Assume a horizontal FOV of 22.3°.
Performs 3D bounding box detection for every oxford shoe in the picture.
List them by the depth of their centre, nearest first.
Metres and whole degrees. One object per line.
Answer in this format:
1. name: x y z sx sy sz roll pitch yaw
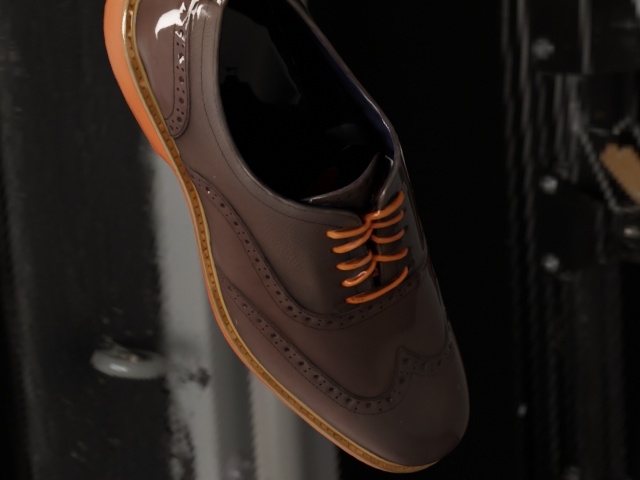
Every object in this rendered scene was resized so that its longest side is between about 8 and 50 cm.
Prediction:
1. oxford shoe: 0.000 0.000 0.691 0.097 0.098 0.271 -38 -65 -16
